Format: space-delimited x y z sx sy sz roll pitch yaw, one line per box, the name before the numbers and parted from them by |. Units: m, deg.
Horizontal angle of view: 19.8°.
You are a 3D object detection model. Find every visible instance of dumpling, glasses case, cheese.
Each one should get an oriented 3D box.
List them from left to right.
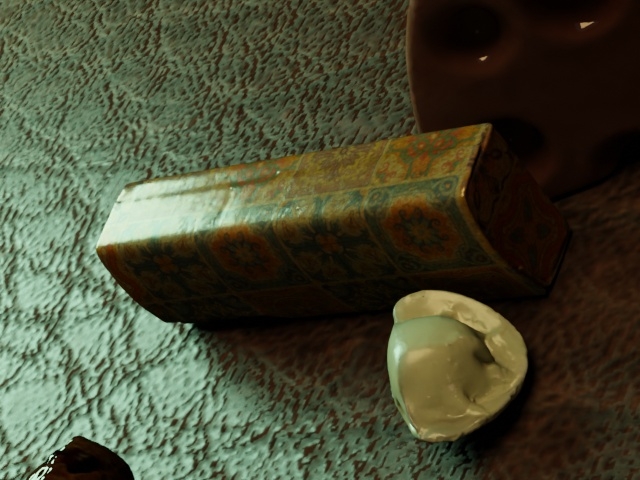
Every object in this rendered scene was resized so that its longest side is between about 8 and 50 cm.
glasses case | 0.000 0.000 0.842 0.218 0.075 0.049 -7 47 39
dumpling | 0.057 0.052 0.761 0.059 0.043 0.077 -17 20 4
cheese | 0.112 -0.101 0.830 0.177 0.203 0.128 -53 23 43

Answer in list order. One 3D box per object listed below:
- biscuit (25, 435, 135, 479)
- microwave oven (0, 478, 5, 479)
biscuit | -0.134 0.158 0.727 0.192 0.049 0.192 -53 -3 -4
microwave oven | -0.115 0.261 0.418 0.286 0.218 0.355 -17 64 29
